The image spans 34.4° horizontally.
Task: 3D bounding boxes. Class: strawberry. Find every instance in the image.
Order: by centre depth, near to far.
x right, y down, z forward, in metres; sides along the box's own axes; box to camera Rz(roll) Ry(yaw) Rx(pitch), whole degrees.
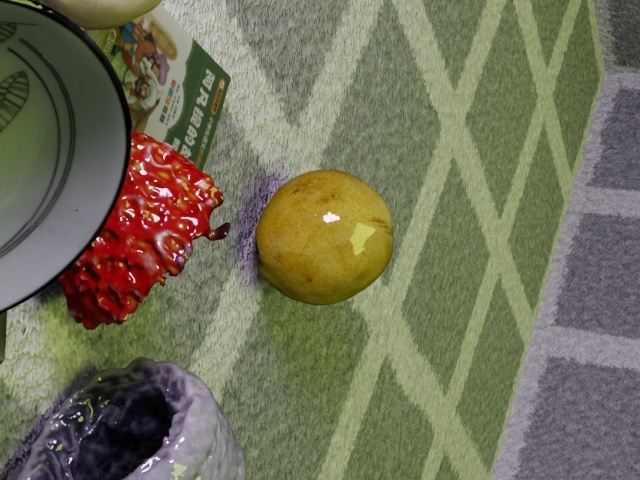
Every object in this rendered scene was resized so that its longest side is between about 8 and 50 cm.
[{"bbox_3d":[-0.231,-0.032,1.103,0.178,0.234,0.233,44,53,-26],"label":"strawberry"}]

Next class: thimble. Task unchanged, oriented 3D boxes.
[{"bbox_3d":[-0.212,0.262,1.177,0.245,0.217,0.157,-44,132,-28],"label":"thimble"}]

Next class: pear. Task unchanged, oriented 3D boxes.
[{"bbox_3d":[0.000,0.000,1.537,0.209,0.209,0.208,-25,118,-59],"label":"pear"}]

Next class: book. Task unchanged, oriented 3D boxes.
[{"bbox_3d":[-0.207,-0.177,1.269,0.264,0.027,0.201,43,58,-58],"label":"book"}]

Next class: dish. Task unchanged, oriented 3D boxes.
[{"bbox_3d":[-0.314,-0.071,0.823,0.317,0.106,0.316,-24,137,-24],"label":"dish"}]

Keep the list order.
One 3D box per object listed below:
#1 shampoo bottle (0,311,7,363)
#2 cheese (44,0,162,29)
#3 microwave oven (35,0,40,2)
[{"bbox_3d":[-0.392,0.089,0.917,0.246,0.079,0.080,-7,101,-62],"label":"shampoo bottle"},{"bbox_3d":[-0.234,-0.292,0.996,0.117,0.218,0.235,-41,146,11],"label":"cheese"},{"bbox_3d":[-0.340,-0.203,0.899,0.162,0.123,0.208,-65,148,-29],"label":"microwave oven"}]
